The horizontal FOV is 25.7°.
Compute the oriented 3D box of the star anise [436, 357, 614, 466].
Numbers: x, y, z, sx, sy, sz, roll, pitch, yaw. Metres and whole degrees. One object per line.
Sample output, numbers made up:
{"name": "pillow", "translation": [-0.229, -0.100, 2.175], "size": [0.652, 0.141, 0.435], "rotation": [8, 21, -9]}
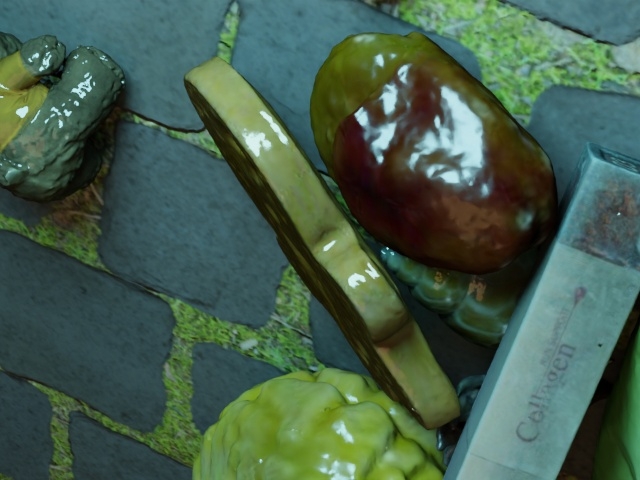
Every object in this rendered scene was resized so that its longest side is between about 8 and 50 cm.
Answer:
{"name": "star anise", "translation": [0.180, 0.141, 1.250], "size": [0.181, 0.061, 0.204], "rotation": [-21, 156, 12]}

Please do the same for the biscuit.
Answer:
{"name": "biscuit", "translation": [0.002, -0.001, 1.176], "size": [0.355, 0.052, 0.275], "rotation": [57, 173, -9]}

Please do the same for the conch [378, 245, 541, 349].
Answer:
{"name": "conch", "translation": [0.139, 0.038, 1.187], "size": [0.116, 0.106, 0.173], "rotation": [22, 154, 31]}

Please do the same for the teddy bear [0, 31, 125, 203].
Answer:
{"name": "teddy bear", "translation": [-0.288, -0.126, 1.274], "size": [0.190, 0.140, 0.177], "rotation": [40, 142, 5]}

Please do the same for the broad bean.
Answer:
{"name": "broad bean", "translation": [0.080, -0.067, 1.082], "size": [0.228, 0.122, 0.156], "rotation": [43, 145, 16]}

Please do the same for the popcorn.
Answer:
{"name": "popcorn", "translation": [0.039, 0.300, 1.365], "size": [0.382, 0.349, 0.349], "rotation": [8, 147, -26]}

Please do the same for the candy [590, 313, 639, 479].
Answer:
{"name": "candy", "translation": [0.298, 0.145, 1.154], "size": [0.142, 0.132, 0.343], "rotation": [32, 144, 25]}

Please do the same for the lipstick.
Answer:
{"name": "lipstick", "translation": [0.174, 0.110, 1.105], "size": [0.076, 0.080, 0.371], "rotation": [20, 105, 0]}
